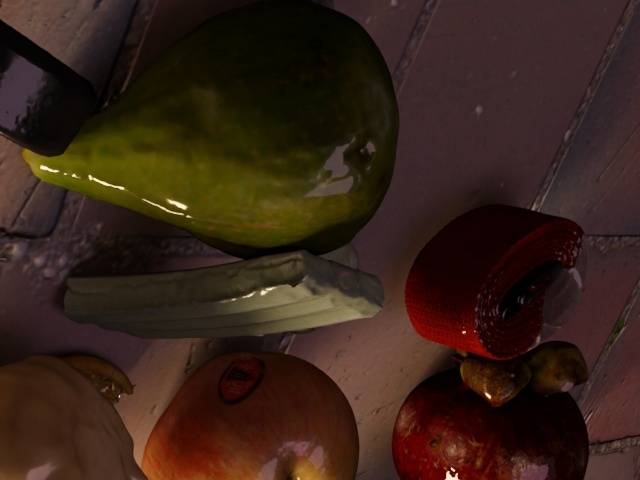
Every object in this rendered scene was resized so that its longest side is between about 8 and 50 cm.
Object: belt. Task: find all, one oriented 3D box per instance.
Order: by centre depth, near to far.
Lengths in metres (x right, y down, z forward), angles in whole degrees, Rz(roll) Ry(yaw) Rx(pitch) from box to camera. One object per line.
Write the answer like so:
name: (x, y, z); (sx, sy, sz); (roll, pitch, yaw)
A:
belt: (0.177, 0.038, 1.615); (0.201, 0.124, 0.128); (-30, 120, -38)

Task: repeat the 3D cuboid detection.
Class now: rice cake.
rice cake: (-0.077, 0.047, 1.245); (0.127, 0.237, 0.043); (23, 65, -56)

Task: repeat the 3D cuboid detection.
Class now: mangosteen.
mangosteen: (0.197, 0.194, 1.702); (0.215, 0.215, 0.257); (4, 109, -52)

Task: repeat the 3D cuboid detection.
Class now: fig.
fig: (-0.083, -0.074, 1.178); (0.275, 0.206, 0.206); (-5, 126, -21)

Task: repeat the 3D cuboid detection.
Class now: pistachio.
pistachio: (-0.244, 0.235, 1.234); (0.193, 0.214, 0.318); (-72, -175, -59)

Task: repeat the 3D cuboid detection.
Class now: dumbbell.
dumbbell: (-0.258, -0.046, 0.986); (0.218, 0.152, 0.152); (-56, 146, 2)

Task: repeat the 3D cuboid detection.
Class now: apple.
apple: (-0.064, 0.197, 1.430); (0.209, 0.164, 0.209); (-19, 124, -31)

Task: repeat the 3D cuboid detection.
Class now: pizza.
pizza: (-0.212, 0.145, 1.325); (0.108, 0.026, 0.123); (-56, 147, 7)

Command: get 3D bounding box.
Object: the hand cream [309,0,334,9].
hand cream: (-0.011, -0.185, 1.263); (0.067, 0.042, 0.194); (-36, 146, -25)

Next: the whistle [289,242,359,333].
whistle: (0.000, 0.000, 1.422); (0.104, 0.057, 0.198); (-22, 136, -39)
